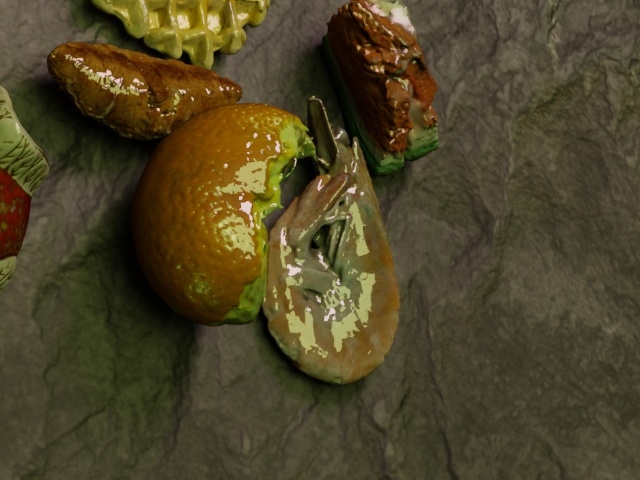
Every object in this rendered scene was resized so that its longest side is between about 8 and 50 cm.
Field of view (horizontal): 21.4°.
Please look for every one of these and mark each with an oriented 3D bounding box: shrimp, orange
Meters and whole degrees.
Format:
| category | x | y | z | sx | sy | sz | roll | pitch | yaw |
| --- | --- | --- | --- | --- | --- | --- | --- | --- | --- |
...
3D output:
| category | x | y | z | sx | sy | sz | roll | pitch | yaw |
| --- | --- | --- | --- | --- | --- | --- | --- | --- | --- |
| shrimp | 0.000 | 0.000 | 1.836 | 0.168 | 0.077 | 0.317 | -9 | 84 | -33 |
| orange | -0.108 | -0.033 | 1.708 | 0.158 | 0.179 | 0.237 | 22 | 68 | -5 |

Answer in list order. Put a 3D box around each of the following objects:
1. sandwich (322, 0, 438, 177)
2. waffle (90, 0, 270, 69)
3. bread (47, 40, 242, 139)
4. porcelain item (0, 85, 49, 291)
| category | x | y | z | sx | sy | sz | roll | pitch | yaw |
| --- | --- | --- | --- | --- | --- | --- | --- | --- | --- |
| sandwich | 0.081 | -0.182 | 1.893 | 0.109 | 0.160 | 0.185 | -16 | 78 | -17 |
| waffle | -0.163 | -0.318 | 1.828 | 0.261 | 0.056 | 0.250 | 45 | 58 | -18 |
| bread | -0.183 | -0.148 | 1.744 | 0.233 | 0.076 | 0.105 | 5 | 33 | -38 |
| porcelain item | -0.362 | -0.042 | 1.506 | 0.253 | 0.253 | 0.253 | 10 | 71 | -32 |
